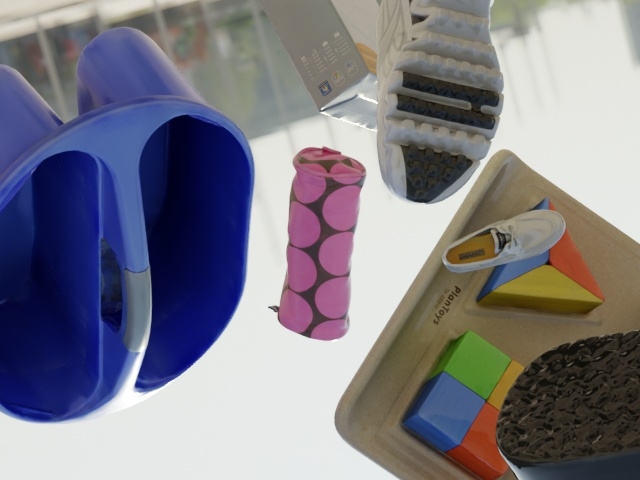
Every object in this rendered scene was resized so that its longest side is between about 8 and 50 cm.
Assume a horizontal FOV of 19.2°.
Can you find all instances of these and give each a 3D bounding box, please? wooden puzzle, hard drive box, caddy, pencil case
[{"bbox_3d":[0.229,0.128,1.695,0.322,0.348,0.080,-57,-172,-22],"label":"wooden puzzle"},{"bbox_3d":[0.023,-0.270,2.491,0.089,0.232,0.181,-37,158,21],"label":"hard drive box"},{"bbox_3d":[-0.178,0.002,1.492,0.241,0.341,0.179,-20,-129,-24],"label":"caddy"},{"bbox_3d":[0.000,0.000,2.039,0.095,0.209,0.098,13,-152,10],"label":"pencil case"}]

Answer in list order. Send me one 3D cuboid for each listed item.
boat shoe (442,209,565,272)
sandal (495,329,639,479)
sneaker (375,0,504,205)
[{"bbox_3d":[0.142,0.001,1.474,0.100,0.035,0.035,-16,175,8],"label":"boat shoe"},{"bbox_3d":[0.331,0.128,1.321,0.446,0.107,0.167,-5,-137,43],"label":"sandal"},{"bbox_3d":[0.096,-0.158,1.675,0.110,0.292,0.118,17,155,-20],"label":"sneaker"}]
